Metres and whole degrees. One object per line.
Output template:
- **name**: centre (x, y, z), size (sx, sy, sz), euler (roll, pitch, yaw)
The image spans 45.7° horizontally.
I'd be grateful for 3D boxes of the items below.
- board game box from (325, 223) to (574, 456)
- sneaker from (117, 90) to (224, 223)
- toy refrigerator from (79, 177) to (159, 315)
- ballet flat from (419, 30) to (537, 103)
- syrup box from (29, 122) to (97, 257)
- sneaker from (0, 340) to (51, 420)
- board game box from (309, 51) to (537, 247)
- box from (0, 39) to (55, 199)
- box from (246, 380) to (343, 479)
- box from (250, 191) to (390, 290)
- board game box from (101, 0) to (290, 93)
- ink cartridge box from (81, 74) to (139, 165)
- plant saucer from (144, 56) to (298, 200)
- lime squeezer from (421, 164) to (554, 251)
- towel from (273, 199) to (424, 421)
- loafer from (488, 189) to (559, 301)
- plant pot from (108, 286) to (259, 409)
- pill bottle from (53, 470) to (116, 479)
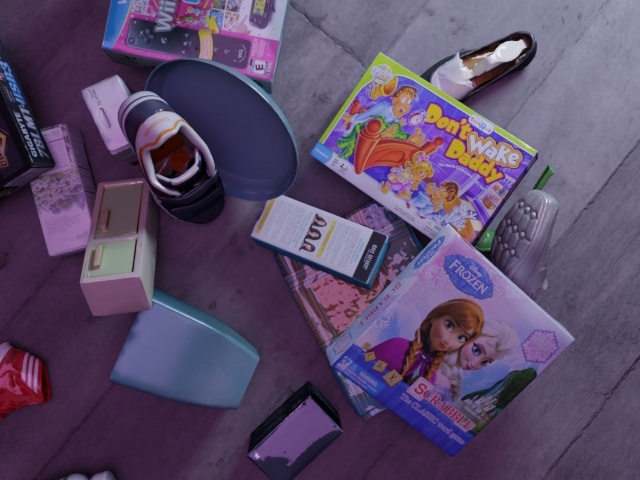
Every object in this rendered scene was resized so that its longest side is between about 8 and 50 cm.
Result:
- **board game box**: centre (0.233, 0.187, 1.358), size (0.319, 0.066, 0.318), euler (39, 100, -19)
- **sneaker**: centre (-0.242, -0.110, 1.335), size (0.126, 0.321, 0.127), euler (-39, 53, -7)
- **toy refrigerator**: centre (-0.353, 0.001, 1.357), size (0.102, 0.269, 0.094), euler (-6, 133, -1)
- **ballet flat**: centre (0.292, -0.332, 1.466), size (0.281, 0.096, 0.095), euler (-30, 89, -2)
- **syrup box**: centre (-0.482, -0.092, 1.435), size (0.093, 0.096, 0.236), euler (-15, 90, 0)
- **sneaker**: centre (-0.594, 0.314, 1.432), size (0.128, 0.087, 0.221), euler (24, 90, 0)
- **board game box**: centre (0.188, -0.156, 1.409), size (0.347, 0.078, 0.233), euler (36, 96, 15)
- **box**: centre (-0.667, -0.200, 1.391), size (0.293, 0.073, 0.295), euler (-26, 86, 18)
- **box**: centre (-0.048, 0.358, 1.413), size (0.156, 0.158, 0.093), euler (-43, 91, -1)
- **box**: centre (0.000, 0.000, 1.428), size (0.244, 0.060, 0.100), euler (22, 78, 15)
- **board game box**: centre (-0.216, -0.410, 1.371), size (0.304, 0.097, 0.223), euler (10, 88, -1)
- **ink cartridge box**: centre (-0.360, -0.217, 1.402), size (0.072, 0.175, 0.127), euler (-25, 90, -2)
- **plant saucer**: centre (-0.173, -0.202, 1.369), size (0.318, 0.317, 0.043), euler (33, 56, -1)
- **lime squeezer**: centre (0.330, -0.022, 1.458), size (0.310, 0.110, 0.058), euler (-31, 49, 24)
- **towel**: centre (0.108, 0.125, 1.459), size (0.272, 0.040, 0.370), euler (-29, 84, 0)
- **loafer**: centre (0.375, 0.052, 1.423), size (0.112, 0.112, 0.319), euler (4, 121, -22)
- **plant pot**: centre (-0.242, 0.214, 1.414), size (0.234, 0.166, 0.165), euler (24, 88, -9)
- **pill bottle**: centre (-0.486, 0.506, 1.416), size (0.209, 0.117, 0.117), euler (-18, 90, -2)
